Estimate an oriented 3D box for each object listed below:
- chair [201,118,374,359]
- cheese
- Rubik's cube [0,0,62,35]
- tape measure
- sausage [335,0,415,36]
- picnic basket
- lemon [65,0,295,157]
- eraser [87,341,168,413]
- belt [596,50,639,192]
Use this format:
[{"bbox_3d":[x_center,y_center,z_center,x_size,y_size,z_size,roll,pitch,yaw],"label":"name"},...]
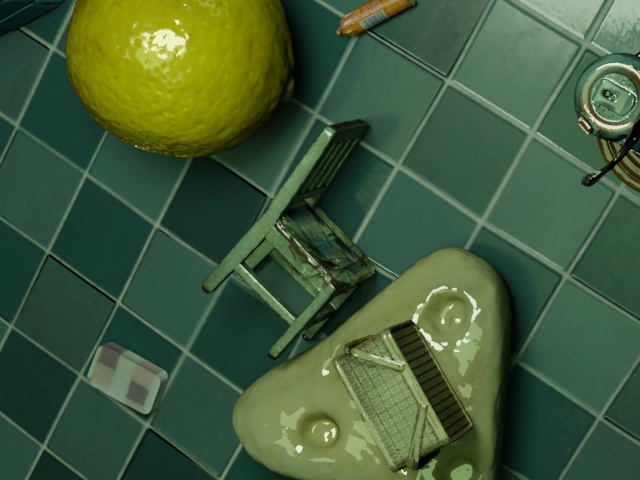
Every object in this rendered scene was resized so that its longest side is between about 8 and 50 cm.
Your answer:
[{"bbox_3d":[0.000,0.000,1.910,0.147,0.136,0.270,44,110,9],"label":"chair"},{"bbox_3d":[0.077,0.153,1.909,0.351,0.129,0.328,16,99,19],"label":"cheese"},{"bbox_3d":[-0.513,-0.366,2.017,0.231,0.224,0.221,-24,89,23],"label":"Rubik's cube"},{"bbox_3d":[0.302,-0.136,1.633,0.107,0.180,0.104,29,123,19],"label":"tape measure"},{"bbox_3d":[0.064,-0.279,1.899,0.107,0.031,0.031,-24,88,23],"label":"sausage"},{"bbox_3d":[0.096,0.177,1.771,0.079,0.115,0.164,-31,83,19],"label":"picnic basket"},{"bbox_3d":[-0.172,-0.235,1.875,0.293,0.293,0.293,3,99,22],"label":"lemon"},{"bbox_3d":[-0.263,0.187,2.105,0.105,0.026,0.065,28,110,16],"label":"eraser"},{"bbox_3d":[0.479,-0.147,1.700,0.338,0.122,0.217,-12,92,24],"label":"belt"}]
